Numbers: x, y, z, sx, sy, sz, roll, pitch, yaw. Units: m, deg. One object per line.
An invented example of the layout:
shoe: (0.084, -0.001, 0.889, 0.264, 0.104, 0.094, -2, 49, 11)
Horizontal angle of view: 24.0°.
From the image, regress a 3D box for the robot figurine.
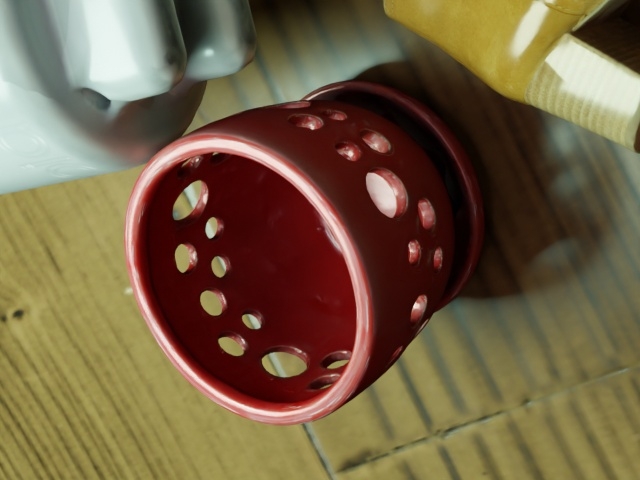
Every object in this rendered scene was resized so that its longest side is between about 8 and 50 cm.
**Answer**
robot figurine: (-0.213, -0.129, 0.961, 0.353, 0.300, 0.200, -8, 96, 36)

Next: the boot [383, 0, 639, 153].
boot: (0.141, -0.211, 0.813, 0.211, 0.104, 0.295, 37, 123, 27)

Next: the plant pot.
plant pot: (0.000, 0.000, 0.958, 0.191, 0.174, 0.191, 15, 117, 33)
